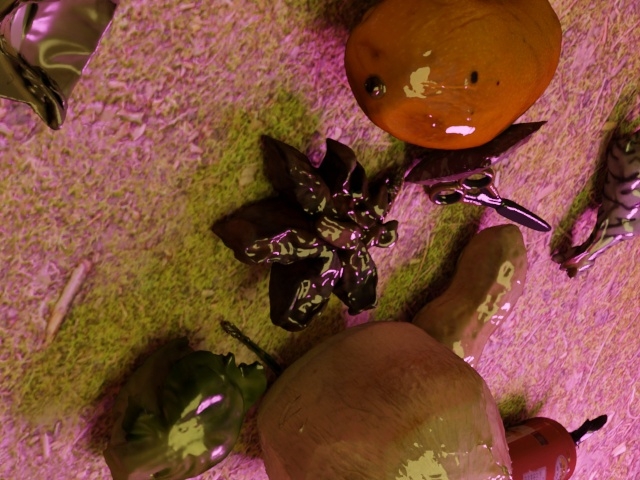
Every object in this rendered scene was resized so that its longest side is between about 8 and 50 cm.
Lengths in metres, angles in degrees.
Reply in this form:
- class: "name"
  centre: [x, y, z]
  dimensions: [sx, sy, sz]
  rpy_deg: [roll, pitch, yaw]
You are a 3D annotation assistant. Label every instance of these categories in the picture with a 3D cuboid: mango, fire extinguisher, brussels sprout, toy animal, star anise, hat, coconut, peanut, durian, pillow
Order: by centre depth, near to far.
- class: "hat"
  centre: [-0.248, -0.186, 1.173]
  dimensions: [0.175, 0.085, 0.147]
  rpy_deg: [17, 117, -31]
- class: "brussels sprout"
  centre: [-0.144, 0.188, 1.528]
  dimensions: [0.181, 0.100, 0.139]
  rpy_deg: [-47, 118, -31]
- class: "star anise"
  centre: [-0.005, -0.002, 1.552]
  dimensions: [0.220, 0.099, 0.214]
  rpy_deg: [10, 98, -38]
- class: "mango"
  centre: [0.152, -0.192, 1.554]
  dimensions: [0.359, 0.144, 0.187]
  rpy_deg: [-10, 95, -51]
- class: "pillow"
  centre: [0.171, -0.100, 1.668]
  dimensions: [0.118, 0.185, 0.043]
  rpy_deg: [-32, 96, -32]
- class: "durian"
  centre: [0.065, -0.032, 1.670]
  dimensions: [0.130, 0.052, 0.066]
  rpy_deg: [-58, 146, -3]
- class: "coconut"
  centre: [0.084, 0.260, 1.720]
  dimensions: [0.297, 0.254, 0.297]
  rpy_deg: [-24, 142, -20]
- class: "peanut"
  centre: [0.188, 0.094, 1.874]
  dimensions: [0.263, 0.101, 0.117]
  rpy_deg: [-55, 165, -2]
- class: "toy animal"
  centre: [0.446, -0.051, 2.082]
  dimensions: [0.170, 0.090, 0.255]
  rpy_deg: [5, 111, -48]
- class: "fire extinguisher"
  centre: [0.266, 0.350, 2.195]
  dimensions: [0.376, 0.113, 0.200]
  rpy_deg: [-13, 169, -43]

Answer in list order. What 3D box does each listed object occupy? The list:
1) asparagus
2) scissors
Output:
- class: "asparagus"
  centre: [-0.073, 0.127, 1.667]
  dimensions: [0.016, 0.013, 0.166]
  rpy_deg: [-60, 147, -14]
- class: "scissors"
  centre: [0.226, -0.044, 1.816]
  dimensions: [0.088, 0.017, 0.220]
  rpy_deg: [-30, 146, 32]
